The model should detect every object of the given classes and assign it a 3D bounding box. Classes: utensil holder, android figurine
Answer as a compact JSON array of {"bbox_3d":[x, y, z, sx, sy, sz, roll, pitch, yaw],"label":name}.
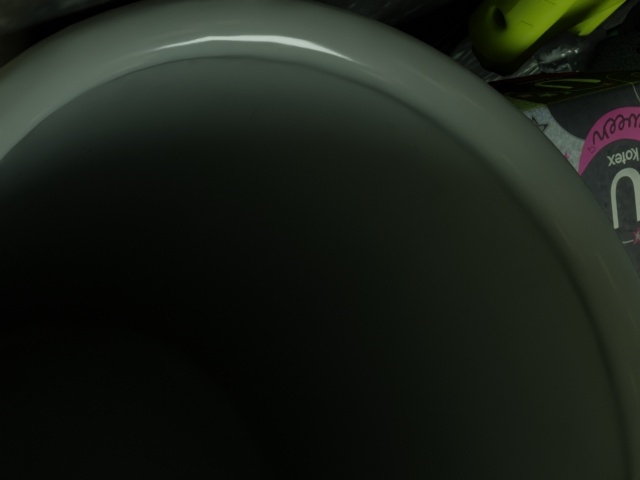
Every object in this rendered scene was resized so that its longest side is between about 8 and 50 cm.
[{"bbox_3d":[-0.073,0.121,0.517,0.327,0.327,0.385,-28,174,-34],"label":"utensil holder"},{"bbox_3d":[0.206,-0.196,0.655,0.248,0.056,0.273,-29,174,-27],"label":"android figurine"}]

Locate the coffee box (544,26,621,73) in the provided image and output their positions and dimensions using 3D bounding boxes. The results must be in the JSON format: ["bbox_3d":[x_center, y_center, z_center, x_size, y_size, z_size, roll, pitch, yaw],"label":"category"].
[{"bbox_3d":[0.272,-0.170,1.190,0.113,0.040,0.184,-27,172,-37],"label":"coffee box"}]

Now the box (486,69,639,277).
[{"bbox_3d":[0.118,-0.019,0.689,0.247,0.163,0.142,-16,-165,-31],"label":"box"}]

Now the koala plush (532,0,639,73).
[{"bbox_3d":[0.306,-0.148,0.923,0.221,0.196,0.203,-34,-176,-21],"label":"koala plush"}]
